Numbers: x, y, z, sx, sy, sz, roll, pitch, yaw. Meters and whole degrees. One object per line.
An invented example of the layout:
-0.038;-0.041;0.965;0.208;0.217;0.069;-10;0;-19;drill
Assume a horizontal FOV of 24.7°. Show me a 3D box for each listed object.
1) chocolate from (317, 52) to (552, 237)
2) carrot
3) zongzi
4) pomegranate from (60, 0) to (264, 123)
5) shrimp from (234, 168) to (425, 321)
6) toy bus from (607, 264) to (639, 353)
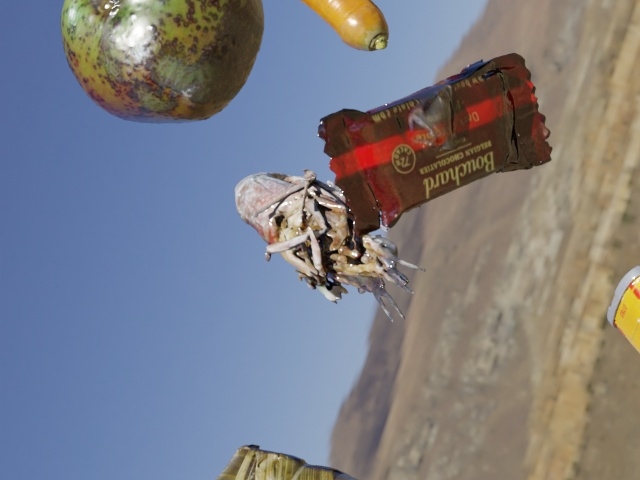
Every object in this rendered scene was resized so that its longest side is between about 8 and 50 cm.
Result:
0.079;-0.065;0.944;0.182;0.028;0.086;-20;-85;-36;chocolate
-0.015;-0.305;1.753;0.062;0.271;0.066;-45;-27;-12;carrot
0.030;0.390;1.854;0.286;0.288;0.134;59;-133;-33;zongzi
-0.189;-0.278;1.994;0.340;0.285;0.285;15;-87;-62;pomegranate
0.007;-0.003;1.671;0.145;0.343;0.116;35;-89;-39;shrimp
0.475;0.078;1.806;0.209;0.136;0.126;-20;-34;-19;toy bus
